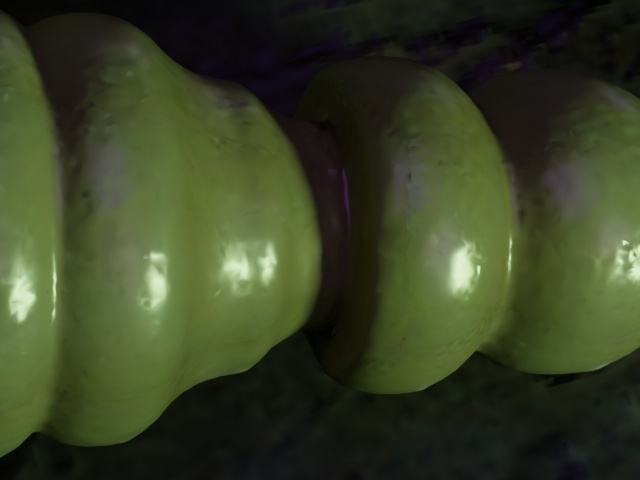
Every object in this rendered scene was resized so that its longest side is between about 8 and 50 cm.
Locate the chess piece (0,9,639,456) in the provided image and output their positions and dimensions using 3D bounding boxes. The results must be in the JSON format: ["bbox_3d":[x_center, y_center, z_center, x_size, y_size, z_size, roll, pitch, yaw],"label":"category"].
[{"bbox_3d":[0.000,0.000,0.379,0.170,0.094,0.094,2,60,-18],"label":"chess piece"}]
